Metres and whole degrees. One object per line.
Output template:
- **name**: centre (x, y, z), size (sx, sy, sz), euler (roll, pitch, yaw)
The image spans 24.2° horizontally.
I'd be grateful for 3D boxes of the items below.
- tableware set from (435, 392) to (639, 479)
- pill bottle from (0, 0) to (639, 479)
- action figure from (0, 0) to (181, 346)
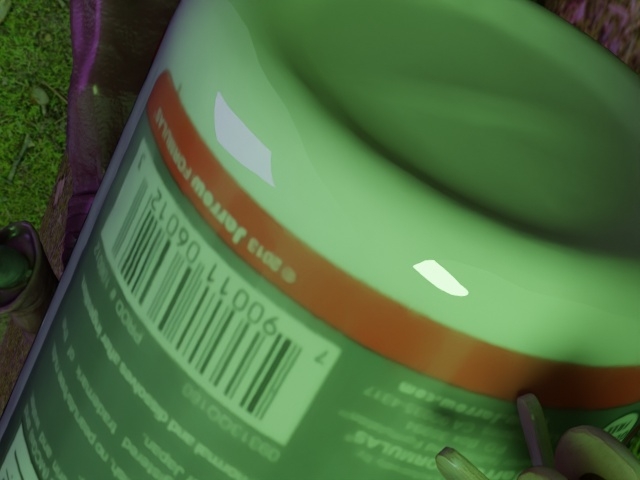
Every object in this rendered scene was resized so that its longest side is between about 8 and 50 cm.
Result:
- **tableware set**: centre (0.083, 0.142, 0.386), size (0.128, 0.039, 0.194), euler (-154, 46, -73)
- **pill bottle**: centre (-0.018, 0.084, 0.584), size (0.210, 0.210, 0.363), euler (-97, 29, -52)
- **action figure**: centre (-0.138, -0.009, 1.034), size (0.275, 0.248, 0.370), euler (160, 126, -70)
